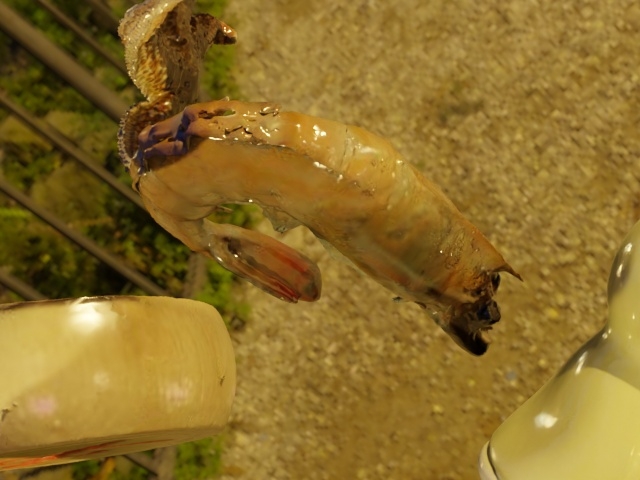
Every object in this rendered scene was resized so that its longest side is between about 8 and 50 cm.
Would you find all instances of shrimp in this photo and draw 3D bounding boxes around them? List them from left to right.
[{"bbox_3d":[0.000,0.001,0.678,0.173,0.253,0.058,-8,58,32],"label":"shrimp"}]

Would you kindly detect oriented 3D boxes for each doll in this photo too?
[{"bbox_3d":[0.193,0.092,0.758,0.296,0.117,0.141,-59,-1,17],"label":"doll"}]

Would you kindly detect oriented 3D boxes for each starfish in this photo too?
[{"bbox_3d":[-0.117,-0.133,0.972,0.071,0.216,0.238,1,52,7],"label":"starfish"}]

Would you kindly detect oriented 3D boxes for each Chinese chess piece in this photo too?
[{"bbox_3d":[-0.185,0.107,0.893,0.251,0.251,0.097,-17,76,39],"label":"Chinese chess piece"}]
